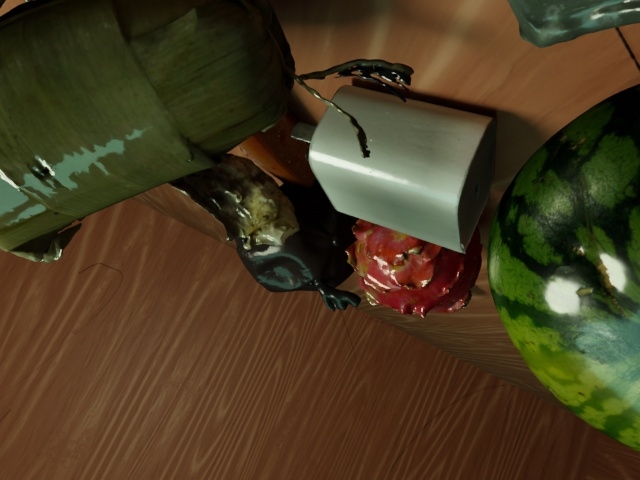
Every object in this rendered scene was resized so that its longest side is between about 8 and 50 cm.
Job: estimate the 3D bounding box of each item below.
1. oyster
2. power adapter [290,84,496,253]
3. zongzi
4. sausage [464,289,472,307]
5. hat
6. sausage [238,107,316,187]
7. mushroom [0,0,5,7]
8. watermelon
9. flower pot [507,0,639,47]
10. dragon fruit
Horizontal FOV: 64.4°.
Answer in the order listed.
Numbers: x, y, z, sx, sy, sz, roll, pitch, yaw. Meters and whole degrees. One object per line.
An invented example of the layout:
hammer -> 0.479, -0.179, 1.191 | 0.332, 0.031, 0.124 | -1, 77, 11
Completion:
oyster -> -0.169, -0.102, 0.821 | 0.271, 0.100, 0.275 | 18, -155, -19
power adapter -> 0.082, -0.098, 0.650 | 0.255, 0.124, 0.187 | 21, 165, 24
zongzi -> -0.168, -0.215, 0.525 | 0.447, 0.418, 0.181 | -20, 143, 10
sausage -> 0.248, 0.077, 1.140 | 0.083, 0.083, 0.264 | 12, 161, 47
hat -> 0.032, 0.008, 0.963 | 0.209, 0.238, 0.336 | 12, 176, 39
sausage -> -0.097, -0.179, 0.731 | 0.102, 0.102, 0.330 | 18, 166, 33
mushroom -> -0.407, -0.312, 0.433 | 0.315, 0.356, 0.315 | 10, 145, 7
watermelon -> 0.272, 0.019, 0.380 | 0.285, 0.285, 0.285 | 25, 168, 6
flower pot -> 0.177, -0.164, 0.225 | 0.229, 0.103, 0.108 | 12, 163, 46
dragon fruit -> 0.162, 0.025, 0.827 | 0.210, 0.205, 0.268 | 60, -161, 10
